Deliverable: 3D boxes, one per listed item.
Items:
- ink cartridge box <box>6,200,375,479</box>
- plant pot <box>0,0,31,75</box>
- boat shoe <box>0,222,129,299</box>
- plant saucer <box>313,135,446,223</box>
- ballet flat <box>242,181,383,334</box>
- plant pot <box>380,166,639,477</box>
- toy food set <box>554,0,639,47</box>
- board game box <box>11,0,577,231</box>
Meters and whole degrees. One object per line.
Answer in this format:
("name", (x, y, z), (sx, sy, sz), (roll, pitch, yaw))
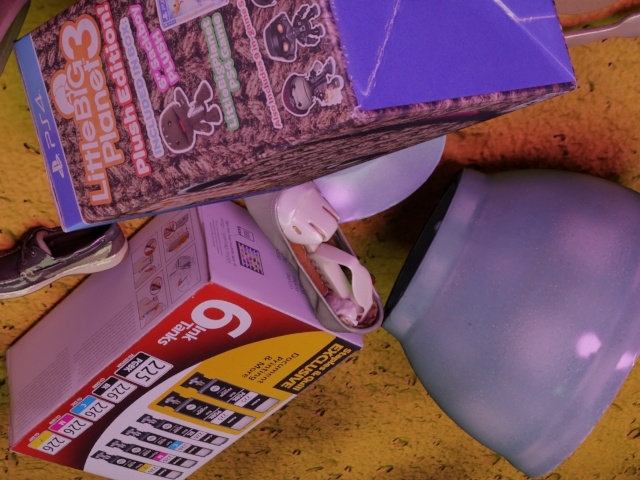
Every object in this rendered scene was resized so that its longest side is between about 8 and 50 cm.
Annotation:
("ink cartridge box", (-0.119, 0.121, 1.204), (0.272, 0.130, 0.309), (26, 126, -39))
("plant pot", (-0.356, -0.108, 0.804), (0.229, 0.263, 0.263), (25, 129, -15))
("boat shoe", (-0.258, 0.011, 1.101), (0.152, 0.056, 0.049), (-18, 136, -9))
("plant saucer", (0.016, -0.092, 1.065), (0.195, 0.037, 0.195), (-9, 140, -7))
("ballet flat", (0.000, 0.000, 1.048), (0.068, 0.072, 0.213), (9, 138, 46))
("plant pot", (0.178, 0.048, 1.116), (0.196, 0.293, 0.293), (28, 131, 0))
("toy food set", (0.219, -0.237, 0.962), (0.132, 0.038, 0.192), (-11, 146, 7))
("board game box", (-0.022, -0.120, 0.794), (0.291, 0.141, 0.232), (-16, 178, 45))
